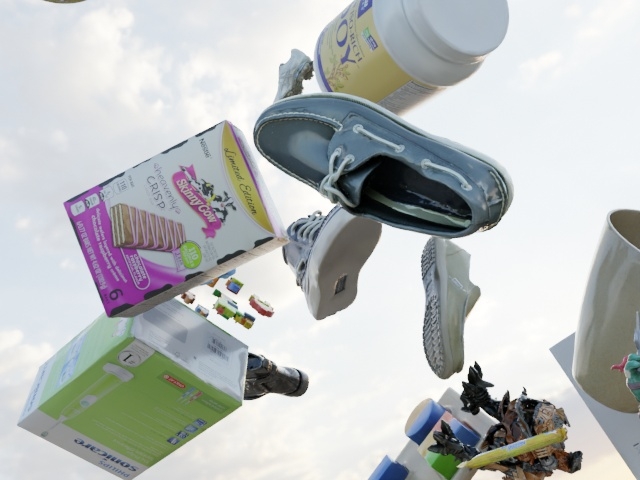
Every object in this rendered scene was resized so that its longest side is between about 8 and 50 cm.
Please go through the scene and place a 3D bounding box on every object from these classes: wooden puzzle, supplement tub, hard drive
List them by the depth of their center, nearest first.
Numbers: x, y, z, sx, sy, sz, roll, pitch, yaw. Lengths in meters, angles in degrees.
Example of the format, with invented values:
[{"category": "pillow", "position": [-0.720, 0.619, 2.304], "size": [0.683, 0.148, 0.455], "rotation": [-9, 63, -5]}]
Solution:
[{"category": "hard drive", "position": [0.584, 0.273, 1.364], "size": [0.210, 0.319, 0.040], "rotation": [-41, -23, 27]}, {"category": "supplement tub", "position": [0.159, -0.368, 1.415], "size": [0.241, 0.241, 0.331], "rotation": [-3, -11, -29]}, {"category": "wooden puzzle", "position": [0.186, 0.435, 1.474], "size": [0.322, 0.080, 0.348], "rotation": [-53, 5, -3]}]

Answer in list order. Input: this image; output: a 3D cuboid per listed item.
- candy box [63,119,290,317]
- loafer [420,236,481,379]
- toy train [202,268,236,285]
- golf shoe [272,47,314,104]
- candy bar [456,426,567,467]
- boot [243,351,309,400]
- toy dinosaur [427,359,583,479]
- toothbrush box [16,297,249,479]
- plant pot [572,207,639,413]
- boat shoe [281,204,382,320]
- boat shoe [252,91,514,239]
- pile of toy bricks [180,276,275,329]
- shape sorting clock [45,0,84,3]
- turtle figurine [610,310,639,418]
[{"category": "candy box", "position": [-0.176, -0.023, 0.941], "size": [0.233, 0.159, 0.071], "rotation": [-26, -9, 8]}, {"category": "loafer", "position": [0.231, 0.111, 1.334], "size": [0.092, 0.269, 0.102], "rotation": [7, -29, -9]}, {"category": "toy train", "position": [-0.216, 0.023, 1.399], "size": [0.105, 0.080, 0.184], "rotation": [-13, 20, -9]}, {"category": "golf shoe", "position": [-0.080, -0.409, 1.960], "size": [0.069, 0.086, 0.176], "rotation": [-17, -27, -53]}, {"category": "candy bar", "position": [0.265, 0.287, 1.054], "size": [0.161, 0.018, 0.040], "rotation": [-28, -20, 25]}, {"category": "boot", "position": [-0.173, 0.293, 1.738], "size": [0.262, 0.091, 0.229], "rotation": [-9, -26, 31]}, {"category": "toy dinosaur", "position": [0.303, 0.330, 1.230], "size": [0.164, 0.218, 0.322], "rotation": [-43, -33, -44]}, {"category": "toothbrush box", "position": [-0.278, 0.218, 1.153], "size": [0.206, 0.122, 0.283], "rotation": [37, -60, -26]}, {"category": "plant pot", "position": [0.518, 0.128, 1.221], "size": [0.256, 0.256, 0.274], "rotation": [0, -58, -33]}, {"category": "boat shoe", "position": [0.000, 0.000, 1.323], "size": [0.127, 0.158, 0.341], "rotation": [-23, -26, -23]}, {"category": "boat shoe", "position": [0.050, -0.082, 0.854], "size": [0.099, 0.319, 0.116], "rotation": [-40, -35, -53]}, {"category": "pile of toy bricks", "position": [-0.214, 0.144, 1.722], "size": [0.212, 0.105, 0.118], "rotation": [32, -83, -13]}, {"category": "shape sorting clock", "position": [-0.284, -0.344, 0.780], "size": [0.206, 0.040, 0.206], "rotation": [8, -51, 10]}, {"category": "turtle figurine", "position": [0.468, 0.214, 0.994], "size": [0.175, 0.234, 0.118], "rotation": [4, -30, -3]}]
